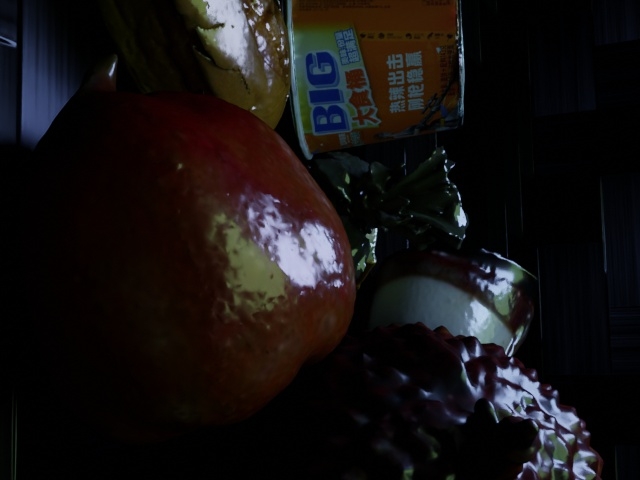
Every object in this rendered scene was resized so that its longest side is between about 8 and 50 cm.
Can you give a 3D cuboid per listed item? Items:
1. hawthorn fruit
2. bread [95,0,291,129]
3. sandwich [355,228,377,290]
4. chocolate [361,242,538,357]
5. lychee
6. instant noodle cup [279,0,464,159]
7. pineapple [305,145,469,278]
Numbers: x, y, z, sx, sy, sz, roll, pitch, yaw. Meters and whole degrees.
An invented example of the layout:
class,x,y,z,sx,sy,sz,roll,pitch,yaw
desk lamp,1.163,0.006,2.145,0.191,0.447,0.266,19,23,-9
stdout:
class,x,y,z,sx,sy,sz,roll,pitch,yaw
hawthorn fruit,-0.119,0.023,0.752,0.311,0.295,0.295,57,38,-45
bread,-0.118,-0.225,0.934,0.269,0.143,0.195,59,35,-44
sandwich,0.000,0.000,1.306,0.187,0.144,0.117,119,-20,-66
chocolate,0.203,0.153,1.429,0.283,0.284,0.186,55,40,-48
lychee,0.115,0.291,0.979,0.425,0.500,0.424,13,57,-20
instant noodle cup,0.074,-0.252,1.170,0.296,0.214,0.296,-3,90,-83
pineapple,0.005,-0.020,0.967,0.141,0.310,0.170,57,38,-44
